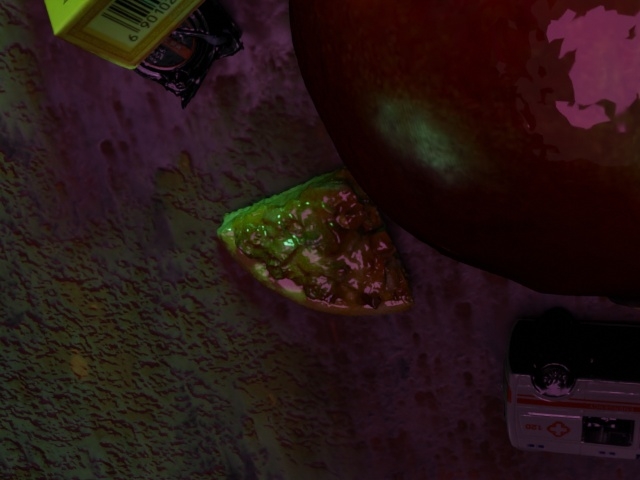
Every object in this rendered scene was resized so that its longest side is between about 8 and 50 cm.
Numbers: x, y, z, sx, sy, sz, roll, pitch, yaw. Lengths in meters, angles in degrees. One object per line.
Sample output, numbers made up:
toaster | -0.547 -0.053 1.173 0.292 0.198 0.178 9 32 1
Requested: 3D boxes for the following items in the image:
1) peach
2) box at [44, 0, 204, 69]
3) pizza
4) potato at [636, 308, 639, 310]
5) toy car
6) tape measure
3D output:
peach | 0.190 -0.117 0.722 0.405 0.335 0.310 -10 110 11
box | -0.081 -0.266 0.775 0.274 0.174 0.076 -39 146 25
pizza | 0.000 0.001 0.981 0.175 0.046 0.134 12 119 2
potato | 0.324 0.007 0.891 0.234 0.128 0.161 1 123 2
toy car | 0.254 0.125 0.985 0.209 0.089 0.108 2 119 11
tape measure | -0.111 -0.159 0.907 0.094 0.054 0.091 39 115 -20
